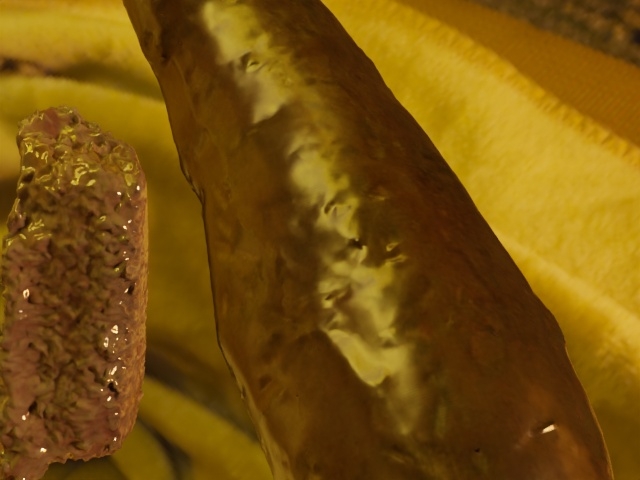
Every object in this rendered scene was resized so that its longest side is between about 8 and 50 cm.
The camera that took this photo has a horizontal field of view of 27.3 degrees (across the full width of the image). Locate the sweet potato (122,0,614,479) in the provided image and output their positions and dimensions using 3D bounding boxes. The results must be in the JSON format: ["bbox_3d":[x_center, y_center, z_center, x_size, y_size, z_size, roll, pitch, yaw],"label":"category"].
[{"bbox_3d":[0.002,-0.002,0.536,0.422,0.131,0.130,64,150,16],"label":"sweet potato"}]

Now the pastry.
[{"bbox_3d":[-0.158,0.052,0.827,0.112,0.103,0.265,17,107,-1],"label":"pastry"}]
